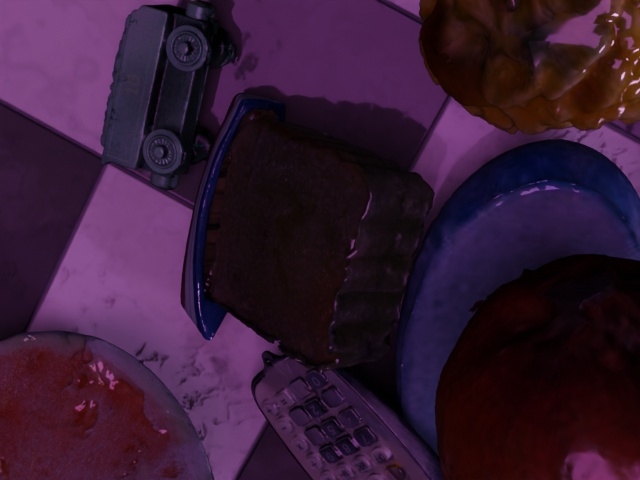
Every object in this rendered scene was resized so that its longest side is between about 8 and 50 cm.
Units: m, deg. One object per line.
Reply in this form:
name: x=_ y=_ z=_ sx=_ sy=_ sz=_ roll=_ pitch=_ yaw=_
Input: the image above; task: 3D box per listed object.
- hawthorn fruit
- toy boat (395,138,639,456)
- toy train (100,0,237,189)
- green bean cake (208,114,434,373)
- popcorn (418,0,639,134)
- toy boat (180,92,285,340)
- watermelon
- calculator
hawthorn fruit: x=0.233 y=0.157 z=0.827 sx=0.295 sy=0.295 sz=0.311 roll=-29 pitch=97 yaw=15
toy boat: x=0.178 y=0.062 z=1.013 sx=0.215 sy=0.123 sz=0.330 roll=6 pitch=117 yaw=5
toy train: x=-0.139 y=-0.132 z=1.021 sx=0.099 sy=0.070 sz=0.172 roll=19 pitch=106 yaw=14
green bean cake: x=0.000 y=0.000 z=0.979 sx=0.173 sy=0.094 sz=0.181 roll=28 pitch=112 yaw=42
popcorn: x=0.180 y=-0.179 z=0.901 sx=0.218 sy=0.169 sz=0.189 roll=-3 pitch=99 yaw=36
toy boat: x=-0.086 y=-0.022 z=1.044 sx=0.046 sy=0.080 sz=0.229 roll=29 pitch=111 yaw=37
watermelon: x=-0.227 y=0.204 z=1.061 sx=0.305 sy=0.180 sz=0.224 roll=-7 pitch=115 yaw=12
calculator: x=0.038 y=0.200 z=1.047 sx=0.268 sy=0.040 sz=0.177 roll=47 pitch=145 yaw=-3
